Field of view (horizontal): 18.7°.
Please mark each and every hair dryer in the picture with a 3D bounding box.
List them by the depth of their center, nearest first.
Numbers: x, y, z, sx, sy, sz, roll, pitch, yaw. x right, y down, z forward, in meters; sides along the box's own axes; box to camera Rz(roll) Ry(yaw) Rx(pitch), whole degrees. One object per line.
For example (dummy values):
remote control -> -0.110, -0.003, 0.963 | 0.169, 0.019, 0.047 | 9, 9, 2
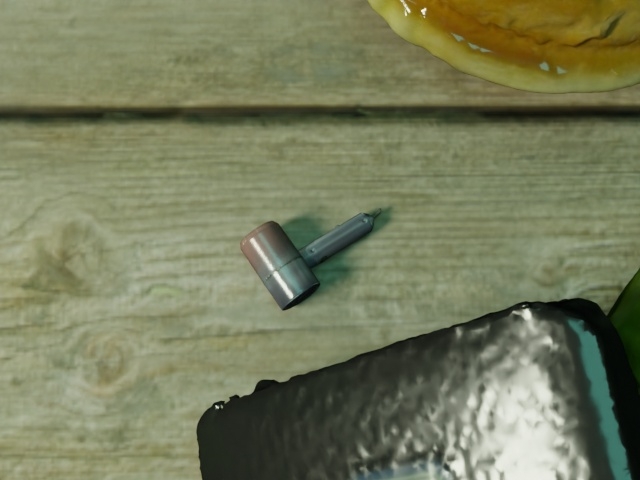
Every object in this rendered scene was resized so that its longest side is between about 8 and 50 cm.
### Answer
hair dryer -> 0.000, 0.000, 1.509 | 0.114, 0.037, 0.063 | -31, 79, -18

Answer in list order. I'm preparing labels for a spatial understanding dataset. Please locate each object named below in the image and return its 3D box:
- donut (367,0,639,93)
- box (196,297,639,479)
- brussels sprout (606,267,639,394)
donut -> 0.194, -0.329, 1.518 | 0.449, 0.198, 0.449 | 1, 78, -6
box -> 0.087, 0.238, 1.339 | 0.359, 0.091, 0.350 | -20, 79, 35
brussels sprout -> 0.291, 0.110, 1.389 | 0.227, 0.259, 0.294 | 49, 62, -1
